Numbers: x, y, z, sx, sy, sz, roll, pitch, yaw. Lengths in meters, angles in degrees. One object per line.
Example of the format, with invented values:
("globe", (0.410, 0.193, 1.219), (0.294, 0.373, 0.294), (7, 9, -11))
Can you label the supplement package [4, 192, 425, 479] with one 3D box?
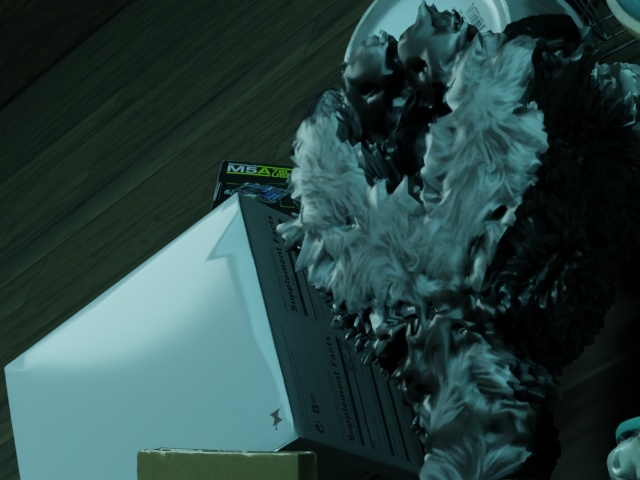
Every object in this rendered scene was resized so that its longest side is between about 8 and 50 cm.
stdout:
("supplement package", (-0.083, 0.131, 1.302), (0.262, 0.145, 0.204), (-35, 52, 27))

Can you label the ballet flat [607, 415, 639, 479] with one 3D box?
("ballet flat", (0.279, 0.110, 0.757), (0.409, 0.147, 0.147), (-23, 29, 49))

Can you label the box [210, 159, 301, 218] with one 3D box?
("box", (0.000, 0.000, 1.481), (0.184, 0.190, 0.045), (-84, -1, -62))

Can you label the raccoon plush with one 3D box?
("raccoon plush", (0.138, 0.053, 1.168), (0.216, 0.299, 0.446), (-7, 71, 40))

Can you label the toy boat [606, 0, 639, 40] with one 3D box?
("toy boat", (0.340, -0.265, 1.295), (0.318, 0.148, 0.267), (-43, 31, -3))

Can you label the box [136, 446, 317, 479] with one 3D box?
("box", (-0.059, 0.233, 1.129), (0.164, 0.021, 0.201), (-6, 83, 47))

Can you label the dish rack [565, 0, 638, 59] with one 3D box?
("dish rack", (0.277, -0.241, 1.527), (0.271, 0.074, 0.208), (-24, 30, 45))

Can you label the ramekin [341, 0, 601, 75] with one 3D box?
("ramekin", (0.113, -0.130, 1.453), (0.207, 0.109, 0.207), (-16, 62, 34))
